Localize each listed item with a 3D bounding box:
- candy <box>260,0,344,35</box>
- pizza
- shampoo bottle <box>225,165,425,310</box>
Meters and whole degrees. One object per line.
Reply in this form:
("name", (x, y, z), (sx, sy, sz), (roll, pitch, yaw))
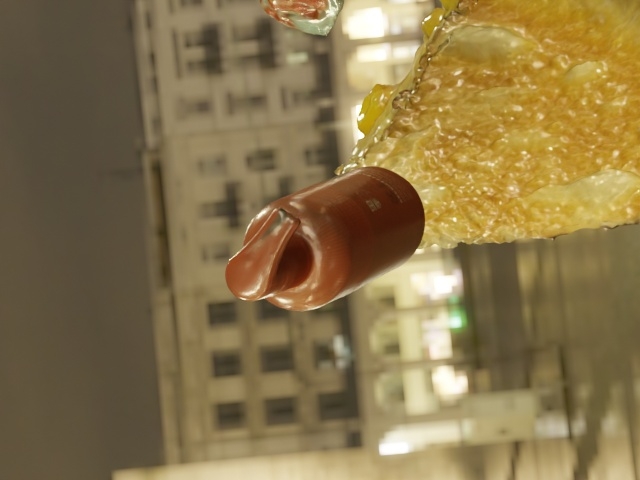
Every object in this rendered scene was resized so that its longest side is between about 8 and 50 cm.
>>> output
("candy", (-0.110, -0.197, 1.002), (0.059, 0.292, 0.086), (-58, 15, -18))
("pizza", (0.216, -0.107, 1.565), (0.435, 0.392, 0.080), (126, 144, -53))
("shampoo bottle", (-0.001, 0.002, 1.317), (0.244, 0.085, 0.085), (-22, -73, -69))
